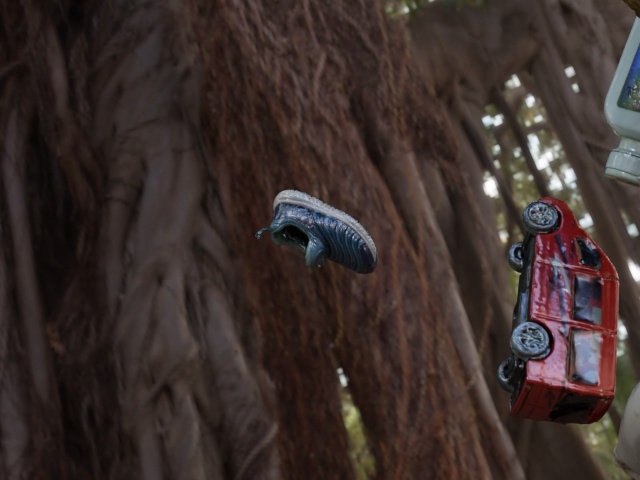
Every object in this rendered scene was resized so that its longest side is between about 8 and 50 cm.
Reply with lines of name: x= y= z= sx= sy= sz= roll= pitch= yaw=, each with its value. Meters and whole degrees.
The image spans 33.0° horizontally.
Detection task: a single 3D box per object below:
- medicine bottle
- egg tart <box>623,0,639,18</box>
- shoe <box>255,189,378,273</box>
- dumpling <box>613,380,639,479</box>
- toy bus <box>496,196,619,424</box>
medicine bottle: x=0.416 y=-0.178 z=1.314 sx=0.121 sy=0.229 sz=0.083 roll=21 pitch=3 yaw=20
egg tart: x=0.374 y=-0.265 z=0.807 sx=0.351 sy=0.339 sz=0.153 roll=-65 pitch=-19 yaw=-2
shoe: x=0.000 y=0.000 z=1.239 sx=0.071 sy=0.143 sz=0.064 roll=-57 pitch=-8 yaw=-26
dumpling: x=0.236 y=0.078 z=0.593 sx=0.150 sy=0.092 sz=0.176 roll=-40 pitch=-33 yaw=-29
toy bus: x=0.206 y=0.056 z=0.929 sx=0.089 sy=0.195 sz=0.081 roll=9 pitch=-33 yaw=3
